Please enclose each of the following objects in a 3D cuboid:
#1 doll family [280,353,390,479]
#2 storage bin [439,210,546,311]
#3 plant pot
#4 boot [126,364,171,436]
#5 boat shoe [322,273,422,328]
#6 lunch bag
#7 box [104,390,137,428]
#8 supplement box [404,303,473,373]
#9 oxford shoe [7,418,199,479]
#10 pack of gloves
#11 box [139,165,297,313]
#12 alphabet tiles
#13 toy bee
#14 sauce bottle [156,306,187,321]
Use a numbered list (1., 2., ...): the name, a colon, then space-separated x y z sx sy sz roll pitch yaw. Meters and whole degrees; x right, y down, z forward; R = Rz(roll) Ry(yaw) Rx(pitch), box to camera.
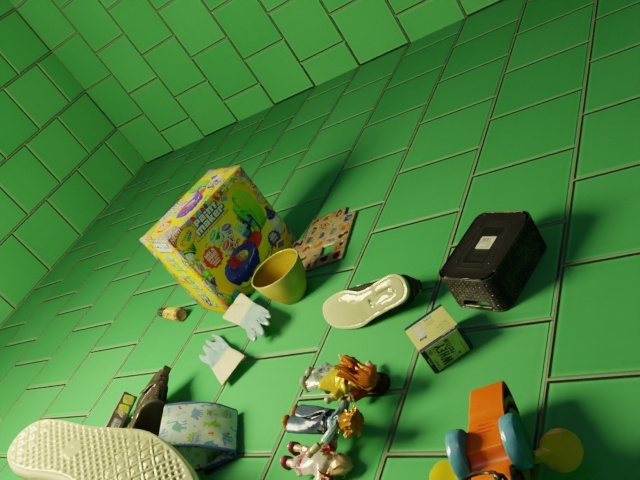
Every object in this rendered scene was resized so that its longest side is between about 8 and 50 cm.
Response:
1. doll family: 0.021 0.286 1.094 0.163 0.118 0.263 -10 36 42
2. storage bin: 0.319 0.035 1.180 0.122 0.084 0.180 0 45 51
3. plant pot: -0.085 0.100 1.552 0.134 0.095 0.134 -29 27 16
4. boot: -0.402 0.424 1.428 0.263 0.091 0.229 -59 13 -3
5. boat shoe: 0.104 0.128 1.325 0.233 0.084 0.079 -25 -10 37
6. lunch bag: -0.239 0.391 1.272 0.151 0.096 0.129 -6 28 -4
7. box: -0.494 0.462 1.471 0.114 0.036 0.207 -53 13 37
8. supplement box: 0.207 0.172 1.124 0.083 0.056 0.083 -35 26 3
9. oxford shoe: -0.386 0.436 1.168 0.449 0.130 0.169 3 39 30
10. pack of gloves: -0.198 0.240 1.544 0.195 0.046 0.232 -54 26 -9
11. box: -0.272 -0.002 1.739 0.177 0.279 0.290 1 46 52
12. alphabet tiles: 0.000 0.000 1.710 0.198 0.009 0.237 -21 30 30
13. toy bee: 0.222 0.311 0.813 0.195 0.162 0.298 -22 4 43
14. sauce bottle: -0.435 0.213 1.857 0.128 0.042 0.042 -5 40 51
